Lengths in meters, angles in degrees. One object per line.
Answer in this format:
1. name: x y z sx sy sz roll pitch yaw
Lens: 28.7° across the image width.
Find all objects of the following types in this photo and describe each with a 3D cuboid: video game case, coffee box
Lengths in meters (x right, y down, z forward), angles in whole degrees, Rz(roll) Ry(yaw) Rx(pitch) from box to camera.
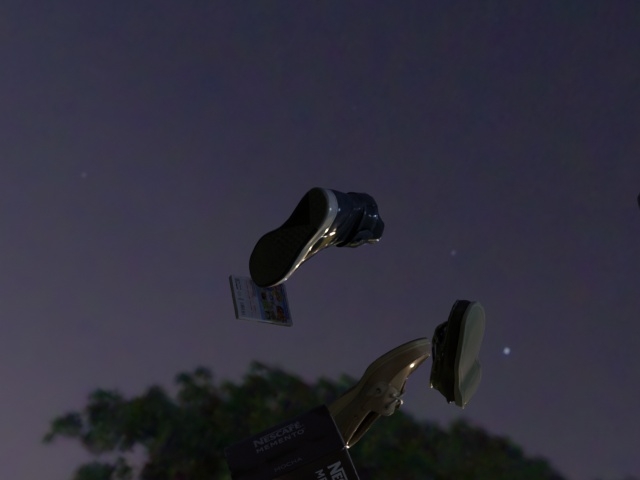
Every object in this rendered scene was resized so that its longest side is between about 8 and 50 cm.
1. video game case: -0.108 0.110 2.271 0.122 0.087 0.011 11 -36 -37
2. coffee box: -0.007 0.411 1.831 0.119 0.168 0.297 -120 -171 -62

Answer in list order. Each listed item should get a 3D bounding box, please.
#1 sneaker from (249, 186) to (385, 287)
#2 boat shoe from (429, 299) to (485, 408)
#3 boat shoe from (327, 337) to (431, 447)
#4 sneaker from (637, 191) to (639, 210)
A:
1. sneaker: 0.001 0.001 1.994 0.163 0.086 0.226 0 -33 -46
2. boat shoe: 0.190 0.159 1.804 0.069 0.081 0.227 25 -35 23
3. boat shoe: 0.129 0.313 2.572 0.109 0.302 0.098 4 48 -56
4. sneaker: 0.419 -0.020 1.579 0.047 0.119 0.057 19 -63 -12
